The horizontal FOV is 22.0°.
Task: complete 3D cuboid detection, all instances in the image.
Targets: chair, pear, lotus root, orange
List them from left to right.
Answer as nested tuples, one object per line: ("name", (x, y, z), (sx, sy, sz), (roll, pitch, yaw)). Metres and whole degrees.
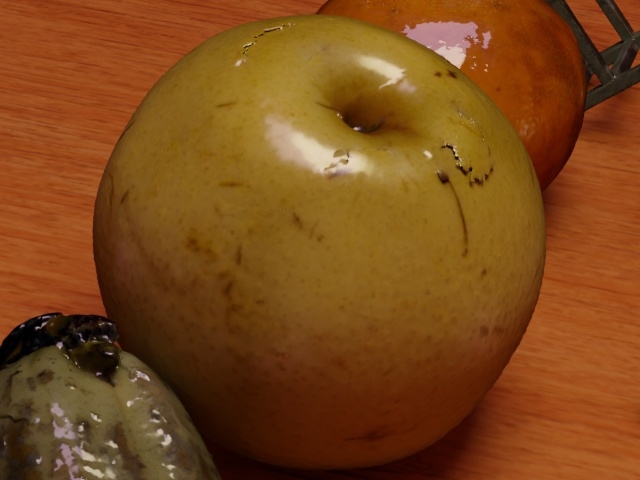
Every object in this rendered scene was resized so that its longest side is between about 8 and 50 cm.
("lotus root", (-0.135, 0.189, 1.036), (0.173, 0.173, 0.309), (-9, 48, -21))
("pear", (0.000, 0.000, 1.210), (0.348, 0.348, 0.348), (4, 34, -3))
("orange", (0.102, -0.136, 1.509), (0.283, 0.226, 0.284), (2, 28, -1))
("chair", (0.221, -0.197, 1.723), (0.270, 0.147, 0.136), (-28, 15, 31))
